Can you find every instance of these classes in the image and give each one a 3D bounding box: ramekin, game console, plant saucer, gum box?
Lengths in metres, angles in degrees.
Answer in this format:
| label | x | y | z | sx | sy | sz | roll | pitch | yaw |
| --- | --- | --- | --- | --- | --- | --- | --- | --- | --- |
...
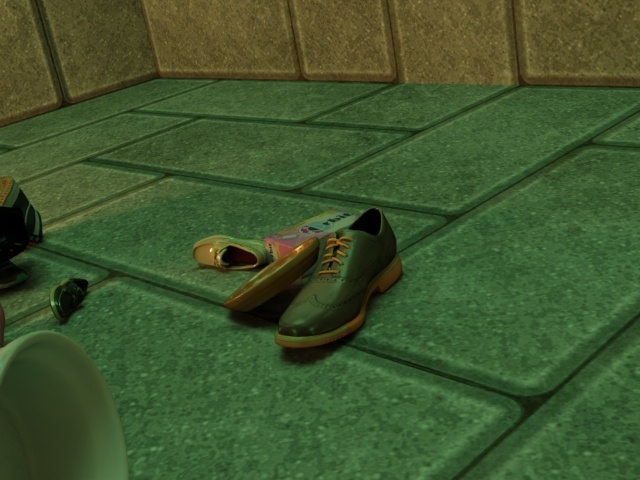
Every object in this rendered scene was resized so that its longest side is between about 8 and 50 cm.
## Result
| label | x | y | z | sx | sy | sz | roll | pitch | yaw |
| --- | --- | --- | --- | --- | --- | --- | --- | --- | --- |
| ramekin | -0.331 | 0.247 | 0.948 | 0.135 | 0.277 | 0.277 | -15 | 20 | 12 |
| game console | -0.784 | 0.050 | 1.839 | 0.361 | 0.044 | 0.213 | -31 | 31 | -8 |
| plant saucer | -0.078 | 0.064 | 1.514 | 0.200 | 0.037 | 0.200 | -36 | 4 | 3 |
| gum box | 0.000 | 0.000 | 1.701 | 0.188 | 0.062 | 0.107 | -25 | 25 | -32 |

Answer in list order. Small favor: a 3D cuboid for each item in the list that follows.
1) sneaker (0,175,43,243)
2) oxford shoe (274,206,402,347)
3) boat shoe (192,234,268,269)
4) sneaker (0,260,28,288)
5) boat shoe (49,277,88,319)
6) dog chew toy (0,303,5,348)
| label | x | y | z | sx | sy | sz | roll | pitch | yaw |
| --- | --- | --- | --- | --- | --- | --- | --- | --- | --- |
| sneaker | -0.746 | 0.005 | 2.032 | 0.099 | 0.153 | 0.282 | 3 | 55 | 25 |
| oxford shoe | 0.022 | 0.057 | 1.445 | 0.129 | 0.133 | 0.363 | 1 | 24 | 26 |
| boat shoe | -0.183 | 0.026 | 1.723 | 0.170 | 0.063 | 0.059 | -1 | 17 | 21 |
| sneaker | -0.689 | 0.055 | 1.872 | 0.166 | 0.076 | 0.065 | 7 | 28 | 39 |
| boat shoe | -0.479 | 0.103 | 1.677 | 0.049 | 0.056 | 0.152 | -16 | 21 | 1 |
| dog chew toy | -0.608 | 0.161 | 1.407 | 0.206 | 0.207 | 0.332 | -10 | 13 | 1 |
